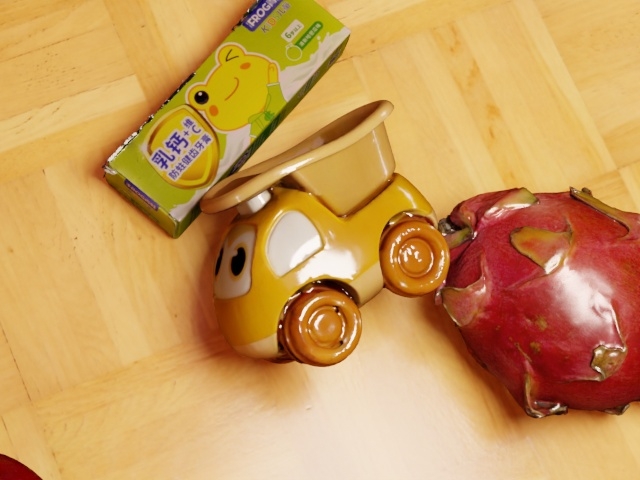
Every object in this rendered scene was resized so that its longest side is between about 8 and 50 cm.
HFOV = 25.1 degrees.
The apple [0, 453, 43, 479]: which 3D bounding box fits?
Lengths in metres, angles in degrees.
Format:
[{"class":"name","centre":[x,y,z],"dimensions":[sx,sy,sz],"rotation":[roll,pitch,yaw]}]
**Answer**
[{"class":"apple","centre":[-0.353,0.352,1.378],"dimensions":[0.317,0.288,0.288],"rotation":[-24,78,-33]}]

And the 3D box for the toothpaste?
[{"class":"toothpaste","centre":[-0.104,-0.157,1.666],"dimensions":[0.110,0.077,0.327],"rotation":[40,73,2]}]

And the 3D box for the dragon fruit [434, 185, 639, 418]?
[{"class":"dragon fruit","centre":[0.271,0.074,1.580],"dimensions":[0.250,0.250,0.315],"rotation":[-38,101,-16]}]

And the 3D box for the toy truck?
[{"class":"toy truck","centre":[0.000,0.000,1.552],"dimensions":[0.288,0.204,0.211],"rotation":[-35,100,-18]}]
